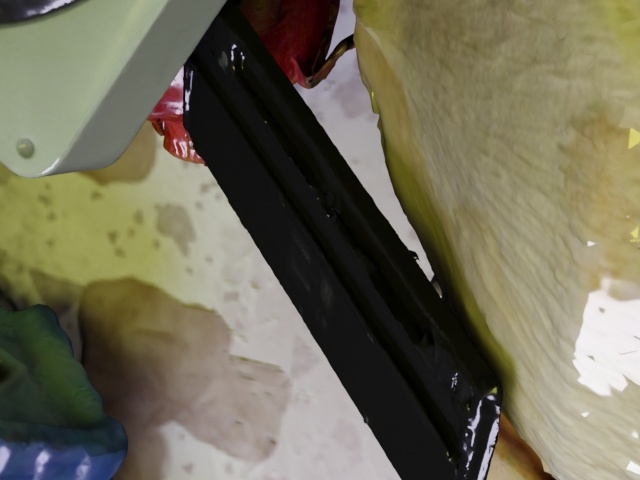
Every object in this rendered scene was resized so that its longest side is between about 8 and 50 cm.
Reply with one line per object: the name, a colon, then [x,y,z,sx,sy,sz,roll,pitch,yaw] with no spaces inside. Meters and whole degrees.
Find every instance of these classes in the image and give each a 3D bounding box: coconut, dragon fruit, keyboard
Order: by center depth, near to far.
coconut: [0.192,-0.055,0.580,0.360,0.346,0.346,14,110,14]
keyboard: [0.000,0.000,0.626,0.250,0.017,0.087,-124,28,-43]
dragon fruit: [-0.054,-0.109,0.764,0.136,0.133,0.166,42,135,44]

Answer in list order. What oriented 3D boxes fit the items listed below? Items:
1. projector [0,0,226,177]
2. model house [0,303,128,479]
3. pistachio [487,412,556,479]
projector: [-0.117,-0.197,0.649,0.257,0.079,0.259,44,114,16]
model house: [-0.226,0.143,0.807,0.329,0.295,0.252,36,118,9]
pistachio: [0.127,0.104,0.754,0.157,0.157,0.229,-44,74,24]
